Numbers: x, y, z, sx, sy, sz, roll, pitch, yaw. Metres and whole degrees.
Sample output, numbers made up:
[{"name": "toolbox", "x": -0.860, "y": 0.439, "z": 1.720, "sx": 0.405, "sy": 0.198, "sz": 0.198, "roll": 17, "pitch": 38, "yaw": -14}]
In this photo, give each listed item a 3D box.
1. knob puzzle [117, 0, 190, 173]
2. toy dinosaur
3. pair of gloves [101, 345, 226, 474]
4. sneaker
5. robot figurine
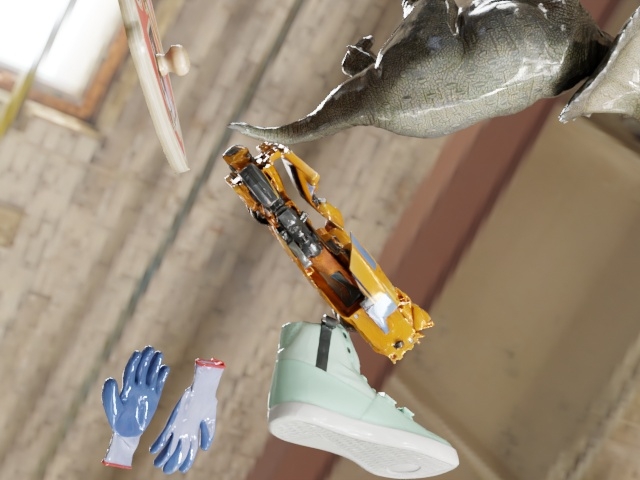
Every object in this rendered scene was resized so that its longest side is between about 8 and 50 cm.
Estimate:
[{"name": "knob puzzle", "x": -0.102, "y": -0.136, "z": 1.041, "sx": 0.030, "sy": 0.213, "sz": 0.213, "roll": -14, "pitch": -126, "yaw": -1}, {"name": "toy dinosaur", "x": 0.095, "y": -0.119, "z": 1.090, "sx": 0.160, "sy": 0.314, "sz": 0.121, "roll": -111, "pitch": -162, "yaw": -66}, {"name": "pair of gloves", "x": -0.199, "y": 0.211, "z": 2.073, "sx": 0.023, "sy": 0.198, "sz": 0.159, "roll": 20, "pitch": -86, "yaw": 43}, {"name": "sneaker", "x": 0.056, "y": 0.171, "z": 1.881, "sx": 0.094, "sy": 0.256, "sz": 0.151, "roll": -31, "pitch": -135, "yaw": 43}, {"name": "robot figurine", "x": 0.000, "y": 0.000, "z": 1.873, "sx": 0.085, "sy": 0.291, "sz": 0.211, "roll": -39, "pitch": -167, "yaw": -2}]
